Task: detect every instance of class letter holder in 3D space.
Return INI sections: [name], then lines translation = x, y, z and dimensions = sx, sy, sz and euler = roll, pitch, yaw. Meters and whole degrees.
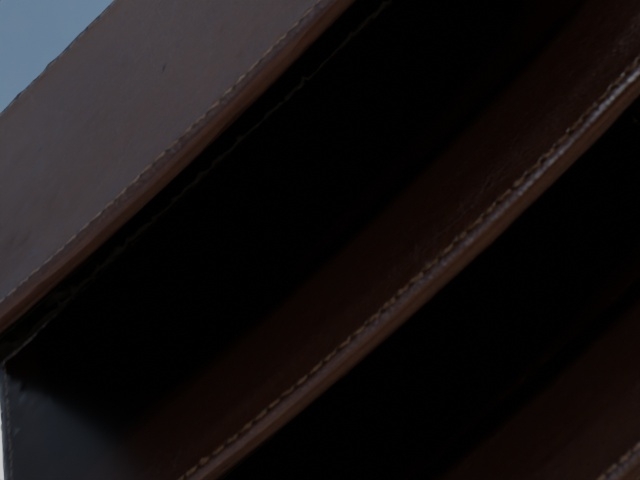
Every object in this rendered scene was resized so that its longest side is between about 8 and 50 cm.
[letter holder]
translation = 0.000, 0.000, 0.401
dimensions = 0.152, 0.302, 0.214
euler = 42, -168, -32
